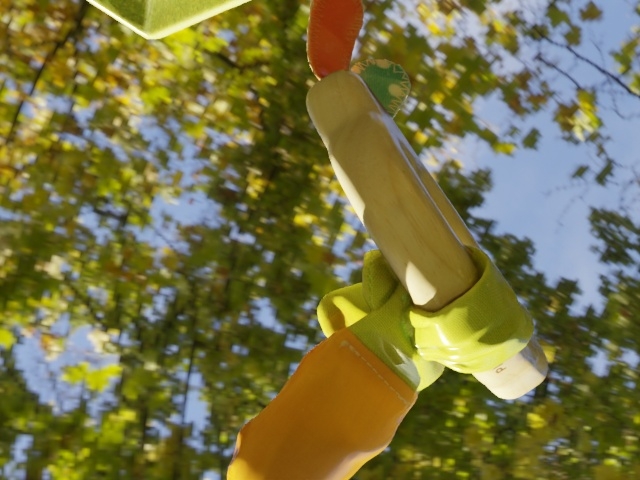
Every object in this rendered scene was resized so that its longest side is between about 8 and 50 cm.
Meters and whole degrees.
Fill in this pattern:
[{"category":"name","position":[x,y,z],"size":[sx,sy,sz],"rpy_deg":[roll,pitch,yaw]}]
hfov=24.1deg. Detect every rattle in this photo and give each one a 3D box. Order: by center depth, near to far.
[{"category":"rattle","position":[0.000,0.000,0.639],"size":[0.143,0.130,0.200],"rpy_deg":[-44,-120,21]}]

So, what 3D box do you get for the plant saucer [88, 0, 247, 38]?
[{"category":"plant saucer","position":[-0.119,-0.185,0.772],"size":[0.188,0.188,0.045],"rpy_deg":[-5,-123,61]}]
